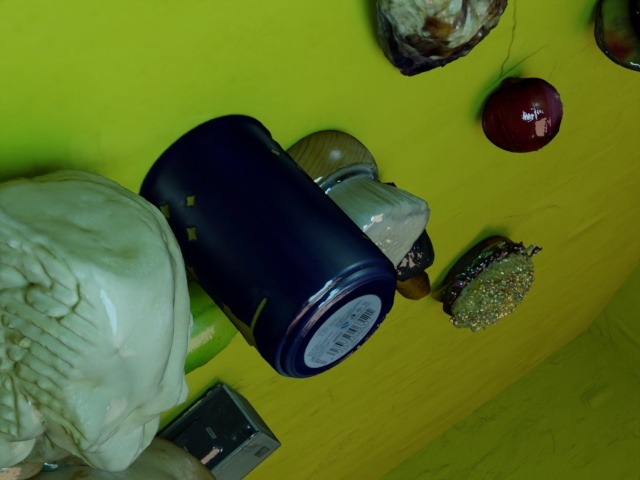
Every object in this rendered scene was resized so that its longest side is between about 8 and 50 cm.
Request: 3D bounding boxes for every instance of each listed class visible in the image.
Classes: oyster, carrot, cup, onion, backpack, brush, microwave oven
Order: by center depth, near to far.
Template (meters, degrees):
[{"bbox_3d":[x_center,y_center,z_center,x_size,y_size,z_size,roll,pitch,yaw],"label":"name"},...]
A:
[{"bbox_3d":[-0.039,0.022,0.943,0.178,0.256,0.255,-45,153,3],"label":"cup"},{"bbox_3d":[0.151,-0.271,0.964,0.271,0.100,0.275,-44,156,-36],"label":"oyster"},{"bbox_3d":[0.000,0.000,1.099,0.174,0.166,0.267,-3,137,-55],"label":"brush"},{"bbox_3d":[0.088,-0.014,1.210,0.105,0.165,0.120,-37,154,14],"label":"backpack"},{"bbox_3d":[0.314,-0.195,1.307,0.131,0.131,0.131,-34,154,-19],"label":"onion"},{"bbox_3d":[-0.195,0.356,1.430,0.205,0.129,0.163,-40,154,-6],"label":"microwave oven"},{"bbox_3d":[0.133,0.052,1.506,0.066,0.066,0.314,-45,154,6],"label":"carrot"}]

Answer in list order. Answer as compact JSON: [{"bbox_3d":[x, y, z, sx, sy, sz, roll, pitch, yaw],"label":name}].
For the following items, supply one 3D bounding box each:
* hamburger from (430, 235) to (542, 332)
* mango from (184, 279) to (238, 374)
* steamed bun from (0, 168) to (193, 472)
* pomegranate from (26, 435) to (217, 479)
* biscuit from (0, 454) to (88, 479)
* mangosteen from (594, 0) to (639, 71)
[{"bbox_3d":[0.378,0.094,1.849,0.262,0.139,0.243,-50,154,19],"label":"hamburger"},{"bbox_3d":[-0.199,0.126,1.070,0.232,0.111,0.125,-36,149,-19],"label":"mango"},{"bbox_3d":[-0.232,0.076,0.768,0.203,0.276,0.289,-27,142,-54],"label":"steamed bun"},{"bbox_3d":[-0.322,0.413,1.073,0.411,0.411,0.412,-34,154,-19],"label":"pomegranate"},{"bbox_3d":[-0.313,0.221,0.933,0.301,0.196,0.049,4,88,-80],"label":"biscuit"},{"bbox_3d":[0.617,-0.379,1.213,0.380,0.421,0.381,-6,104,-25],"label":"mangosteen"}]
